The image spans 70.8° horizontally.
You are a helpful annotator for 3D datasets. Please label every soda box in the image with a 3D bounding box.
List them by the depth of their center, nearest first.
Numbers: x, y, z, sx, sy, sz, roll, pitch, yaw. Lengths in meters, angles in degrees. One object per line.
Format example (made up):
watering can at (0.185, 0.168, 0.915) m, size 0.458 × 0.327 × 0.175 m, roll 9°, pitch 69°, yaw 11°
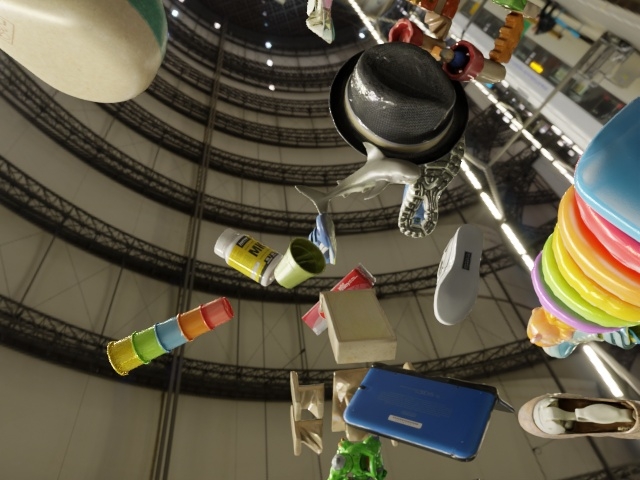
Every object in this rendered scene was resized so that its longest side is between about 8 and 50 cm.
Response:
soda box at (0.062, 0.197, 1.508) m, size 0.083 × 0.263 × 0.092 m, roll 46°, pitch -161°, yaw 5°

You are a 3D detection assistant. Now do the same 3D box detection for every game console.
game console at (0.244, 0.386, 0.999) m, size 0.250 × 0.293 × 0.173 m, roll -46°, pitch -55°, yaw -42°

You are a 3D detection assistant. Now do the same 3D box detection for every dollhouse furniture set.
dollhouse furniture set at (0.093, 0.377, 1.317) m, size 0.362 × 0.394 × 0.256 m, roll -2°, pitch -155°, yaw -8°

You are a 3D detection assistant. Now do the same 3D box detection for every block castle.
block castle at (0.347, -0.615, 1.015) m, size 0.213 × 0.453 × 0.303 m, roll 0°, pitch -146°, yaw -36°

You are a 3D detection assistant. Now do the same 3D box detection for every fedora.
fedora at (0.184, -0.332, 1.013) m, size 0.334 × 0.334 × 0.152 m, roll 41°, pitch 173°, yaw 9°

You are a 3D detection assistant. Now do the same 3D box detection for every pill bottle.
pill bottle at (-0.236, 0.051, 1.487) m, size 0.208 × 0.119 × 0.119 m, roll 29°, pitch -149°, yaw 9°

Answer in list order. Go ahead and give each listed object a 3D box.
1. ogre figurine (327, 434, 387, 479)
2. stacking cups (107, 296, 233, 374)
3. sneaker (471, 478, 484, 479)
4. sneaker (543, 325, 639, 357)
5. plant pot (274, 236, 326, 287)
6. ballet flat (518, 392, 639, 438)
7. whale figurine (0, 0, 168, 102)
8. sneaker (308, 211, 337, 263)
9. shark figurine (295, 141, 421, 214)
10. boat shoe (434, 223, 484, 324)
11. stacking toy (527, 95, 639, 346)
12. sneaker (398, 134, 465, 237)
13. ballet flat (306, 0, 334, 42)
ogre figurine at (0.076, 0.477, 0.930) m, size 0.197 × 0.118 × 0.097 m, roll 1°, pitch -172°, yaw -27°
stacking cups at (-0.385, 0.234, 1.173) m, size 0.096 × 0.316 × 0.096 m, roll 62°, pitch 176°, yaw 8°
sneaker at (0.319, 0.589, 0.996) m, size 0.083 × 0.222 × 0.118 m, roll 9°, pitch -162°, yaw 3°
sneaker at (0.718, 0.240, 1.170) m, size 0.127 × 0.319 × 0.208 m, roll -15°, pitch -141°, yaw -23°
plant pot at (-0.046, 0.049, 0.850) m, size 0.083 × 0.079 × 0.083 m, roll 28°, pitch -140°, yaw -26°
ballet flat at (0.597, 0.407, 1.054) m, size 0.106 × 0.316 × 0.107 m, roll 22°, pitch -122°, yaw -35°
whale figurine at (-0.292, -0.268, 0.468) m, size 0.272 × 0.216 × 0.141 m, roll 27°, pitch -114°, yaw -28°
sneaker at (0.000, 0.000, 0.930) m, size 0.059 × 0.144 × 0.053 m, roll 3°, pitch -131°, yaw 10°
shark figurine at (0.095, -0.159, 1.026) m, size 0.116 × 0.278 × 0.166 m, roll 66°, pitch -152°, yaw -19°
boat shoe at (0.327, 0.086, 1.076) m, size 0.095 × 0.084 × 0.258 m, roll 26°, pitch -112°, yaw 3°
stacking toy at (0.279, 0.029, 0.439) m, size 0.175 × 0.302 × 0.166 m, roll -36°, pitch -115°, yaw -24°
sneaker at (0.286, -0.177, 1.219) m, size 0.130 × 0.330 × 0.147 m, roll 14°, pitch -147°, yaw -1°
ballet flat at (-0.002, -0.662, 1.309) m, size 0.079 × 0.221 × 0.077 m, roll -27°, pitch -109°, yaw -10°
